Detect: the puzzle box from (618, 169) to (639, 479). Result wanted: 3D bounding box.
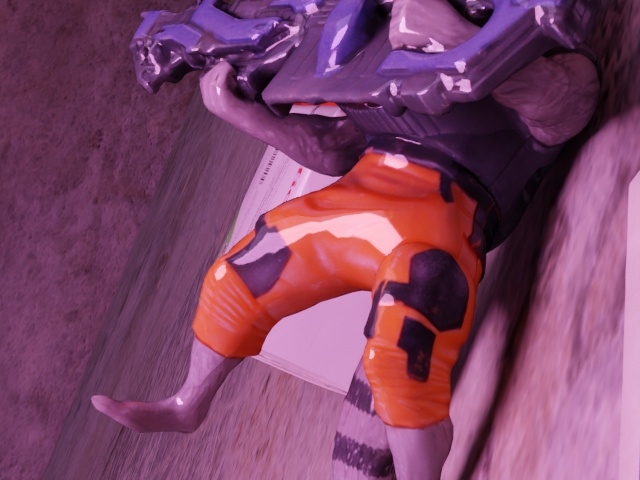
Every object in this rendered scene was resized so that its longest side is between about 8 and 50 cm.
[{"bbox_3d":[0.192,-0.044,0.339,0.409,0.052,0.272,-55,15,42],"label":"puzzle box"}]

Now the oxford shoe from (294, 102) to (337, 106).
[{"bbox_3d":[0.045,-0.156,1.187,0.271,0.097,0.098,-48,14,57],"label":"oxford shoe"}]

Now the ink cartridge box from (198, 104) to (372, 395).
[{"bbox_3d":[0.000,0.000,1.044,0.160,0.093,0.219,-65,11,1],"label":"ink cartridge box"}]

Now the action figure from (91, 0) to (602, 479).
[{"bbox_3d":[0.019,-0.029,0.830,0.341,0.178,0.330,18,77,54],"label":"action figure"}]
